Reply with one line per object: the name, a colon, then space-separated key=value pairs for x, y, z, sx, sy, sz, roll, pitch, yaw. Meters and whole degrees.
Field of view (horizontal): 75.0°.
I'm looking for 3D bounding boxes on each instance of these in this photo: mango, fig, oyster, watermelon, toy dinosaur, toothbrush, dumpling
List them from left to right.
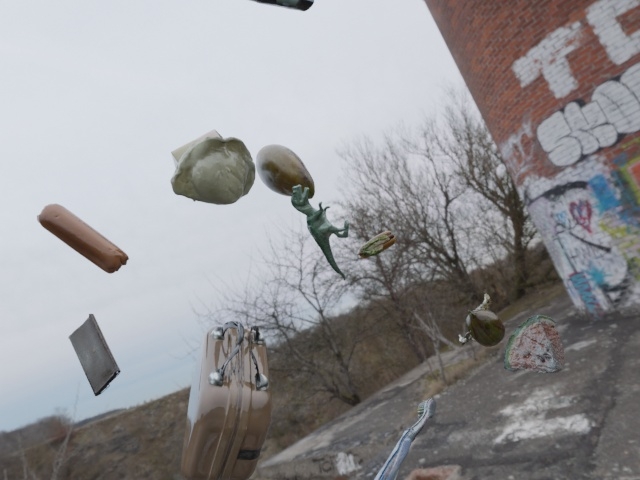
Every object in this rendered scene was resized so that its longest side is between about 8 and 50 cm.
dumpling: x=-0.251 y=-0.181 z=1.065 sx=0.252 sy=0.131 sz=0.179 roll=0 pitch=-62 yaw=-48
mango: x=-0.123 y=-0.234 z=1.462 sx=0.146 sy=0.316 sz=0.193 roll=-36 pitch=-48 yaw=-11
toy dinosaur: x=0.045 y=-0.008 z=1.194 sx=0.129 sy=0.076 sz=0.383 roll=-13 pitch=-56 yaw=25
toothbrush: x=0.170 y=0.439 z=0.872 sx=0.042 sy=0.035 sz=0.413 roll=-32 pitch=-7 yaw=32
oyster: x=0.596 y=0.298 z=1.553 sx=0.223 sy=0.083 sz=0.214 roll=-59 pitch=-17 yaw=-17
fig: x=0.502 y=0.260 z=1.293 sx=0.103 sy=0.109 sz=0.154 roll=-47 pitch=-56 yaw=7
watermelon: x=0.563 y=0.287 z=1.069 sx=0.071 sy=0.139 sz=0.187 roll=3 pitch=-60 yaw=-27

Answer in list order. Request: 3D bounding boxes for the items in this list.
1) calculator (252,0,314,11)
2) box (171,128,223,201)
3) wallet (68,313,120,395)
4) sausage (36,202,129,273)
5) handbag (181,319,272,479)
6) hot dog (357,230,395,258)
calculator: x=-0.120 y=-0.666 z=1.033 sx=0.051 sy=0.173 sz=0.293 roll=-9 pitch=9 yaw=43
box: x=-0.394 y=-0.249 z=1.410 sx=0.168 sy=0.095 sz=0.212 roll=-37 pitch=-11 yaw=-20
wallet: x=-0.755 y=0.379 z=1.396 sx=0.133 sy=0.243 sz=0.039 roll=-46 pitch=-25 yaw=11
sausage: x=-0.716 y=-0.006 z=1.258 sx=0.086 sy=0.289 sz=0.086 roll=-51 pitch=4 yaw=6
handbag: x=-0.187 y=0.300 z=0.868 sx=0.149 sy=0.302 sz=0.283 roll=12 pitch=-68 yaw=-15
hot dog: x=0.170 y=0.015 z=1.269 sx=0.133 sy=0.056 sz=0.041 roll=-31 pitch=-24 yaw=7
